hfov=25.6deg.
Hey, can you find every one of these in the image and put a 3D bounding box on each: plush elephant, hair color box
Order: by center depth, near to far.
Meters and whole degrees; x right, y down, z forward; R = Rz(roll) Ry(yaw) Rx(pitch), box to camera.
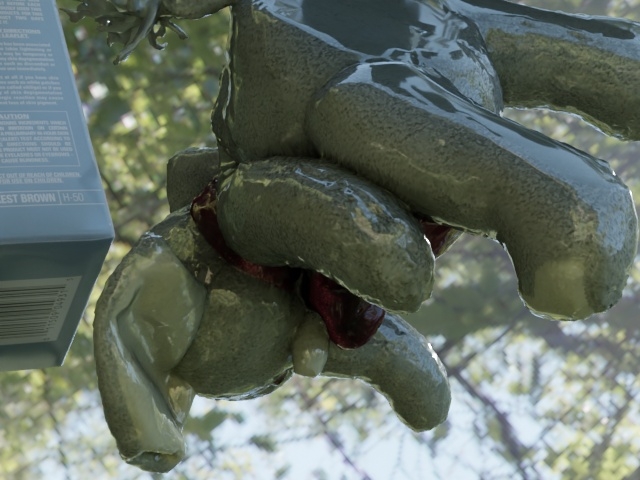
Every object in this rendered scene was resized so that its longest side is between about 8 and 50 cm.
[{"bbox_3d":[0.000,0.000,0.754,0.330,0.272,0.255,17,-59,3],"label":"plush elephant"},{"bbox_3d":[-0.269,-0.104,1.092,0.185,0.114,0.374,-59,-138,49],"label":"hair color box"}]
